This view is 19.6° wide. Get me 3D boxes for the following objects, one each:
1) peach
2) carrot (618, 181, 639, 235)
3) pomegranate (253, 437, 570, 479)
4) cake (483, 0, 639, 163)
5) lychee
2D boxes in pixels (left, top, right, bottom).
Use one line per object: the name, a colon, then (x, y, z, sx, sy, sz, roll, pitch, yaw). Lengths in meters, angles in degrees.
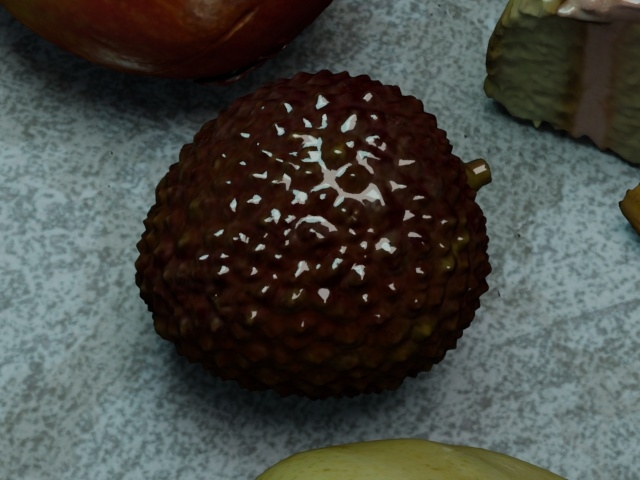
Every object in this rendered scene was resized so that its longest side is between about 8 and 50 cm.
peach: (-0.140, -0.312, 1.630, 0.370, 0.370, 0.370, 3, 58, -6)
carrot: (0.350, 0.029, 1.636, 0.072, 0.072, 0.205, -28, 72, -22)
pomegranate: (0.059, 0.312, 1.225, 0.416, 0.417, 0.417, 3, 58, -6)
cake: (0.343, -0.239, 1.667, 0.307, 0.293, 0.314, 22, 64, 10)
lychee: (0.000, 0.000, 1.484, 0.304, 0.276, 0.276, -20, 63, -12)
